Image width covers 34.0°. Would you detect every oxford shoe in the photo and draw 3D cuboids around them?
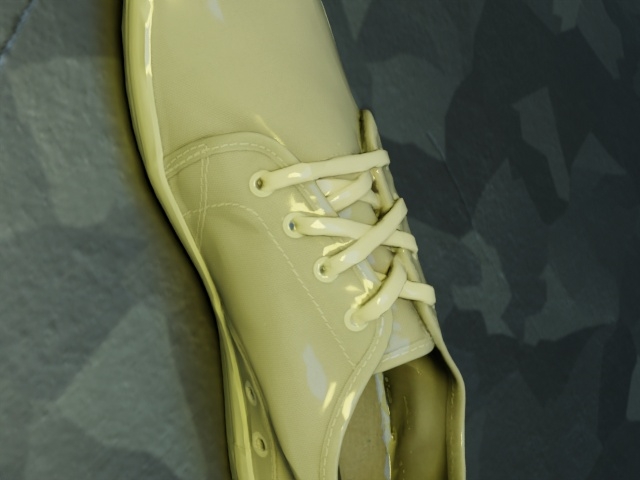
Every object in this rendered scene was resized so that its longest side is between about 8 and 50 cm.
[{"bbox_3d":[0.000,0.000,0.618,0.169,0.130,0.450,-18,99,-42],"label":"oxford shoe"}]
